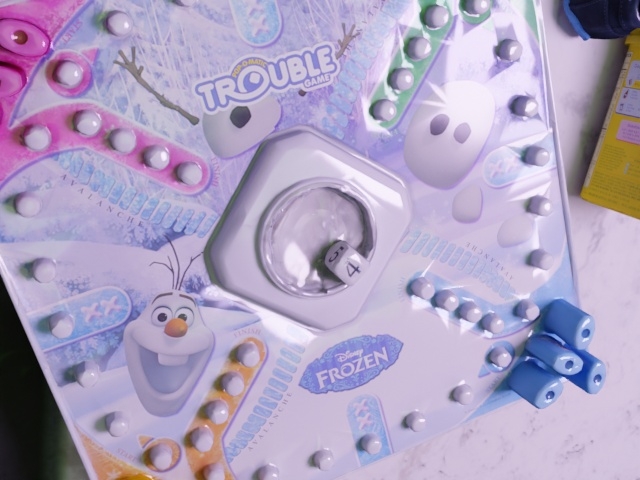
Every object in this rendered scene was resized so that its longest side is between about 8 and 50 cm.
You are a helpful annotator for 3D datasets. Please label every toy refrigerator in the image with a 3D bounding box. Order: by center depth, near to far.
[{"bbox_3d":[0.018,-0.018,0.603,0.102,0.094,0.270,-6,107,-17],"label":"toy refrigerator"}]

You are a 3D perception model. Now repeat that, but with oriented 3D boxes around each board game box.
[{"bbox_3d":[0.000,0.000,0.521,0.389,0.050,0.390,-20,112,-12],"label":"board game box"}]

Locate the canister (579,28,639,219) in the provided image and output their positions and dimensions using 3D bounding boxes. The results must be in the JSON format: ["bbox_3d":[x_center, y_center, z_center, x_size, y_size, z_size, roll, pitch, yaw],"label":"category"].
[{"bbox_3d":[0.310,-0.102,0.703,0.073,0.126,0.170,9,103,-29],"label":"canister"}]

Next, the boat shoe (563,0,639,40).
[{"bbox_3d":[0.319,-0.272,0.675,0.109,0.089,0.258,31,90,-30],"label":"boat shoe"}]
